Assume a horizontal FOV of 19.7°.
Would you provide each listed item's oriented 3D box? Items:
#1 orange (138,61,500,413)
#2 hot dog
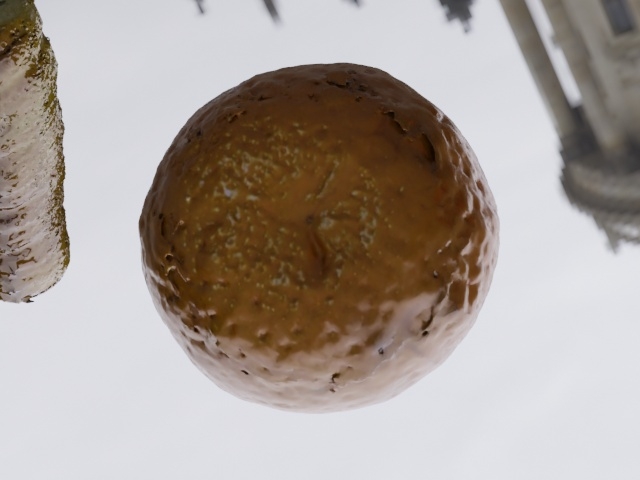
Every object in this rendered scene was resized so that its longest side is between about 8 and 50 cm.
[{"bbox_3d":[0.000,0.000,1.763,0.340,0.340,0.293,-26,173,3],"label":"orange"},{"bbox_3d":[-0.220,-0.056,1.310,0.083,0.289,0.068,-15,-129,-14],"label":"hot dog"}]
